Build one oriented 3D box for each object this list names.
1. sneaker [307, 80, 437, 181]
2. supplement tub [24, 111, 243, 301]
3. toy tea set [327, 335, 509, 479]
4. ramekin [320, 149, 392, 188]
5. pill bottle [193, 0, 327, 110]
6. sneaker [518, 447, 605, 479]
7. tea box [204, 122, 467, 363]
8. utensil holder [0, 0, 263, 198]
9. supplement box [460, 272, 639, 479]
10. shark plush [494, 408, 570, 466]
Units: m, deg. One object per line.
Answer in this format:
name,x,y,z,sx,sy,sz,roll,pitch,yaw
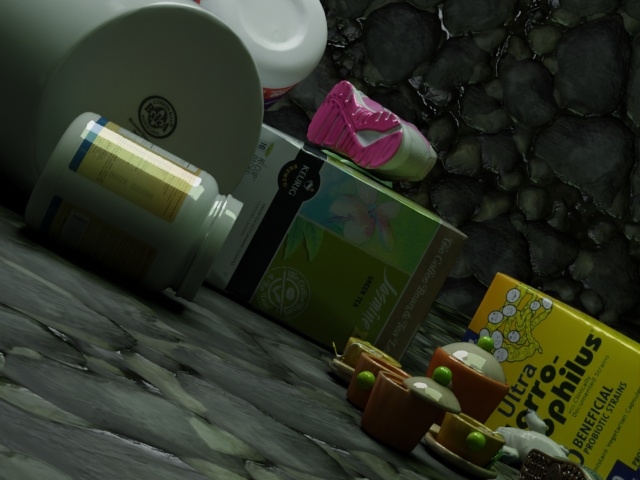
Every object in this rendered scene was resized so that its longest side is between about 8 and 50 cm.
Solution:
sneaker,0.071,-0.137,1.980,0.111,0.103,0.252,30,8,-34
supplement tub,-0.198,-0.033,1.529,0.200,0.144,0.144,28,4,-5
toy tea set,0.125,0.151,1.535,0.200,0.124,0.336,28,3,-7
ramekin,-0.021,-0.064,2.371,0.304,0.148,0.303,-5,7,1
pill bottle,-0.136,-0.247,1.990,0.182,0.181,0.323,27,-28,-18
sneaker,0.281,0.270,1.501,0.086,0.064,0.192,22,2,-14
tea box,0.000,0.000,1.960,0.324,0.220,0.329,27,4,-2
utensil holder,-0.293,-0.202,1.781,0.328,0.327,0.385,25,6,-42
supplement box,0.354,0.214,1.829,0.195,0.194,0.356,25,4,-43
shark plush,0.276,0.264,1.695,0.161,0.073,0.067,25,-28,21
